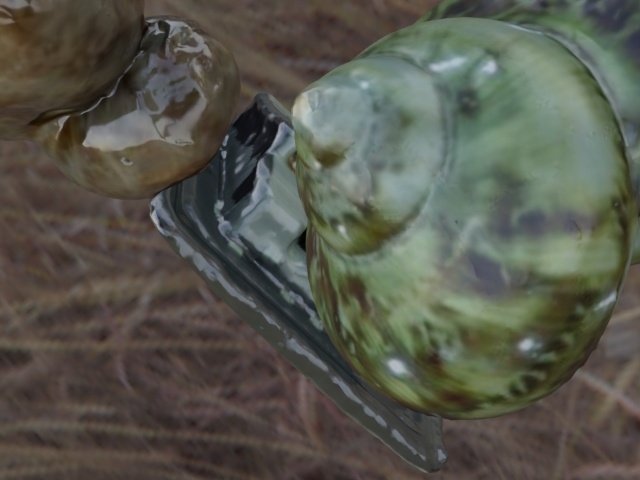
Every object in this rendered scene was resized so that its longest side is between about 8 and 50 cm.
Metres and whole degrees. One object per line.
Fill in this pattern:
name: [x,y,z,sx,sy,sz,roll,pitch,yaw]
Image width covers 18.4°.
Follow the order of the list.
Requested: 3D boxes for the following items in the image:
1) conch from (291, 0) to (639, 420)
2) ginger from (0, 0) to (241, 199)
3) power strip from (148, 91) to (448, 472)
conch: [0.071,-0.031,0.644,0.124,0.181,0.187,46,111,8]
ginger: [-0.192,-0.097,0.936,0.304,0.244,0.155,-4,43,0]
power strip: [0.001,-0.002,1.287,0.092,0.257,0.251,-44,21,11]
